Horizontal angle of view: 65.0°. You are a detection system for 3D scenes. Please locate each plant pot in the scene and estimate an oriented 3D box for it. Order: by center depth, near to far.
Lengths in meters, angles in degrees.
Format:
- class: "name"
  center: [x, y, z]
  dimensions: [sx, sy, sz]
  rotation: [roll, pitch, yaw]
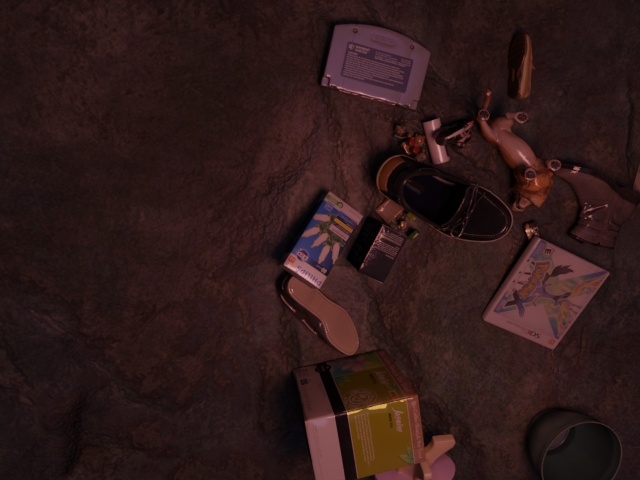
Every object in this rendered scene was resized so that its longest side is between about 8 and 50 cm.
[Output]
- class: "plant pot"
  center: [0.849, 0.712, 1.749]
  dimensions: [0.293, 0.196, 0.293]
  rotation: [-2, 101, -8]

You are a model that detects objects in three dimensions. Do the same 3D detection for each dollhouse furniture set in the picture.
- class: "dollhouse furniture set"
  center: [0.250, -0.069, 1.582]
  dimensions: [0.076, 0.058, 0.151]
  rotation: [-45, 85, 9]

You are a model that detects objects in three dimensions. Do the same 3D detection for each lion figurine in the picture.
- class: "lion figurine"
  center: [0.582, -0.272, 1.522]
  dimensions: [0.142, 0.240, 0.392]
  rotation: [-28, 90, 8]

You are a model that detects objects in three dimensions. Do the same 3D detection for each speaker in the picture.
- class: "speaker"
  center: [0.352, -0.304, 1.534]
  dimensions: [0.055, 0.055, 0.136]
  rotation: [-19, 103, -5]

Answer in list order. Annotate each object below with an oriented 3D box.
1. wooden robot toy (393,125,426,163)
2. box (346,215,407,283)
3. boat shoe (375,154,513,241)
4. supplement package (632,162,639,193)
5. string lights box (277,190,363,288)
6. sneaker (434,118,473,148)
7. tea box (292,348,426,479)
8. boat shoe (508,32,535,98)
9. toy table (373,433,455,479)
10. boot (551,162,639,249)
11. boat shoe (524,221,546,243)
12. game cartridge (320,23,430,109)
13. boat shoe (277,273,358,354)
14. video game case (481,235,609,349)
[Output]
- class: "wooden robot toy"
  center: [0.293, -0.288, 1.523]
  dimensions: [0.079, 0.076, 0.173]
  rotation: [-34, 105, -12]
- class: "box"
  center: [0.166, 0.025, 1.518]
  dimensions: [0.093, 0.156, 0.158]
  rotation: [26, 96, -14]
- class: "boat shoe"
  center: [0.393, -0.103, 1.506]
  dimensions: [0.500, 0.156, 0.187]
  rotation: [22, 105, -24]
- class: "supplement package"
  center: [1.120, -0.206, 1.654]
  dimensions: [0.105, 0.105, 0.179]
  rotation: [9, 99, -11]
- class: "string lights box"
  center: [0.000, 0.000, 1.489]
  dimensions: [0.133, 0.077, 0.259]
  rotation: [35, 75, -14]
- class: "sneaker"
  center: [0.409, -0.307, 1.506]
  dimensions: [0.178, 0.072, 0.077]
  rotation: [-29, 118, -36]
- class: "tea box"
  center: [0.103, 0.518, 1.519]
  dimensions: [0.323, 0.329, 0.220]
  rotation: [-10, 102, -8]
- class: "boat shoe"
  center: [0.620, -0.531, 1.534]
  dimensions: [0.072, 0.068, 0.190]
  rotation: [-8, 113, -20]
- class: "toy table"
  center: [0.313, 0.713, 1.656]
  dimensions: [0.274, 0.252, 0.161]
  rotation: [-9, 120, -16]
- class: "boot"
  center: [0.866, -0.105, 1.633]
  dimensions: [0.338, 0.118, 0.222]
  rotation: [23, 102, -9]
- class: "boat shoe"
  center: [0.716, 0.008, 1.651]
  dimensions: [0.049, 0.056, 0.152]
  rotation: [-20, 107, 30]
- class: "game cartridge"
  center: [0.163, -0.512, 1.463]
  dimensions: [0.297, 0.062, 0.198]
  rotation: [12, 95, -11]
- class: "boat shoe"
  center: [-0.006, 0.229, 1.576]
  dimensions: [0.335, 0.095, 0.112]
  rotation: [49, 62, -18]
- class: "video game case"
  center: [0.748, 0.182, 1.677]
  dimensions: [0.300, 0.036, 0.329]
  rotation: [23, 107, -13]
